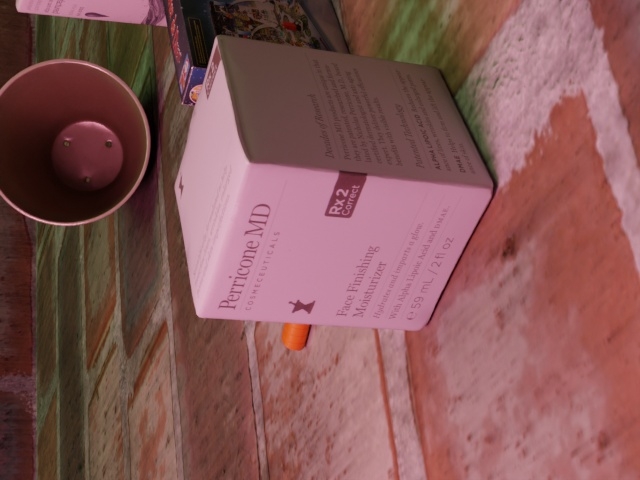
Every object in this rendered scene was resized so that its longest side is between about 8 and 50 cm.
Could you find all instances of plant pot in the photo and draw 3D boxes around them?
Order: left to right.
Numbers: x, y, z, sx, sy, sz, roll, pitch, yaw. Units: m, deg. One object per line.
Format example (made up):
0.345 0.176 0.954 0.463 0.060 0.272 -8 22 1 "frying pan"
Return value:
-0.401 -0.150 1.930 0.274 0.256 0.257 177 97 -85 "plant pot"

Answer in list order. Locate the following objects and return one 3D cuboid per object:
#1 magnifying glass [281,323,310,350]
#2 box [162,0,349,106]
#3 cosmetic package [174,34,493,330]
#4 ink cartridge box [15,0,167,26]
0.000 0.000 1.101 0.092 0.026 0.231 -120 41 -56 "magnifying glass"
-0.065 -0.209 1.117 0.233 0.159 0.044 -105 28 -42 "box"
0.001 -0.040 0.872 0.151 0.183 0.151 -107 29 -45 "cosmetic package"
-0.195 -0.332 1.331 0.198 0.272 0.115 151 118 -66 "ink cartridge box"
